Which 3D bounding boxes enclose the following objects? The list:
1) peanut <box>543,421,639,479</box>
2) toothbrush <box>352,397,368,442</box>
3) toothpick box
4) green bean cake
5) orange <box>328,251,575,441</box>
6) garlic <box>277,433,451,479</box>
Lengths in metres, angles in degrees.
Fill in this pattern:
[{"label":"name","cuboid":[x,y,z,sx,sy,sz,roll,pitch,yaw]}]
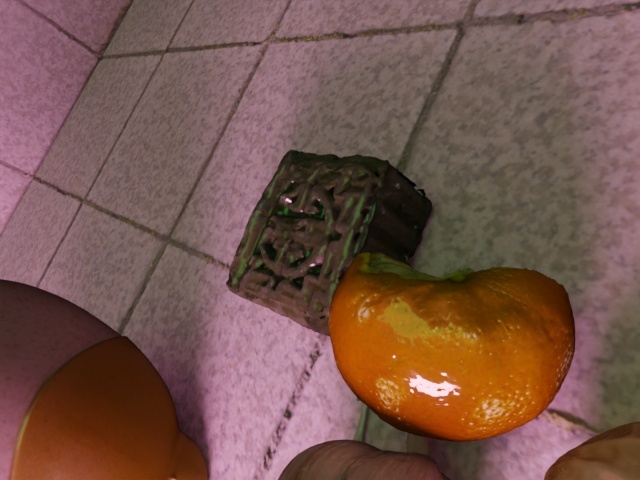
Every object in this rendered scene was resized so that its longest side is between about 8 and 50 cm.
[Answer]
[{"label":"peanut","cuboid":[0.302,0.189,0.351,0.299,0.120,0.136,-20,36,27]},{"label":"toothbrush","cuboid":[0.032,0.292,0.586,0.022,0.026,0.262,-1,70,40]},{"label":"toothpick box","cuboid":[-0.414,0.294,0.676,0.409,0.425,0.408,-28,35,22]},{"label":"green bean cake","cuboid":[0.000,0.000,0.699,0.255,0.132,0.240,17,83,43]},{"label":"orange","cuboid":[0.117,0.103,0.478,0.238,0.179,0.158,8,45,16]},{"label":"garlic","cuboid":[0.074,0.262,0.486,0.219,0.218,0.212,-1,29,39]}]
